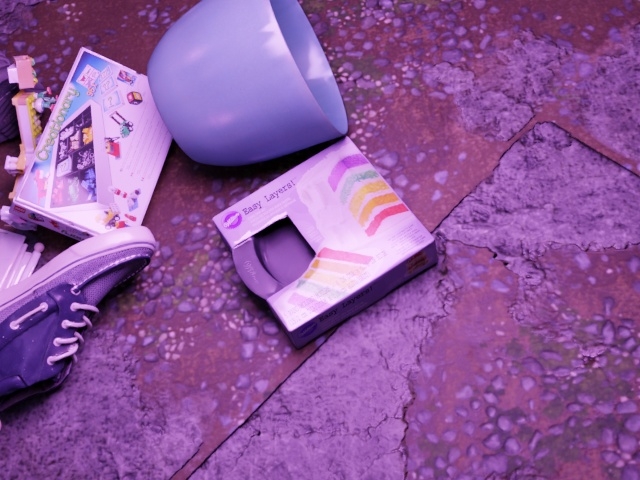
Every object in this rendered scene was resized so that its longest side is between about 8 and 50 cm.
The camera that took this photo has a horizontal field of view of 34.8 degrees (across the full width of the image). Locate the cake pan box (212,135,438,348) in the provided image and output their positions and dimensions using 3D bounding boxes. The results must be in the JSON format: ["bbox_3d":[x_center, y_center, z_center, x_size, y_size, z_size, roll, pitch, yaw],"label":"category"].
[{"bbox_3d":[0.000,0.000,1.538,0.267,0.070,0.245,-31,57,-8],"label":"cake pan box"}]

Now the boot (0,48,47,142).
[{"bbox_3d":[-0.656,-0.210,1.773,0.338,0.118,0.223,-38,54,-21],"label":"boot"}]

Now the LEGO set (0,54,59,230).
[{"bbox_3d":[-0.449,-0.155,1.673,0.107,0.132,0.287,1,82,5],"label":"LEGO set"}]

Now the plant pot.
[{"bbox_3d":[-0.125,-0.249,1.590,0.235,0.293,0.293,-24,57,12],"label":"plant pot"}]

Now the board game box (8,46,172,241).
[{"bbox_3d":[-0.349,-0.143,1.639,0.193,0.053,0.305,24,61,-15],"label":"board game box"}]

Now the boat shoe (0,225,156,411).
[{"bbox_3d":[-0.374,0.121,1.507,0.341,0.127,0.158,-29,70,3],"label":"boat shoe"}]

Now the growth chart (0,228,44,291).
[{"bbox_3d":[-0.563,0.040,1.643,0.237,0.021,0.172,19,65,20],"label":"growth chart"}]
